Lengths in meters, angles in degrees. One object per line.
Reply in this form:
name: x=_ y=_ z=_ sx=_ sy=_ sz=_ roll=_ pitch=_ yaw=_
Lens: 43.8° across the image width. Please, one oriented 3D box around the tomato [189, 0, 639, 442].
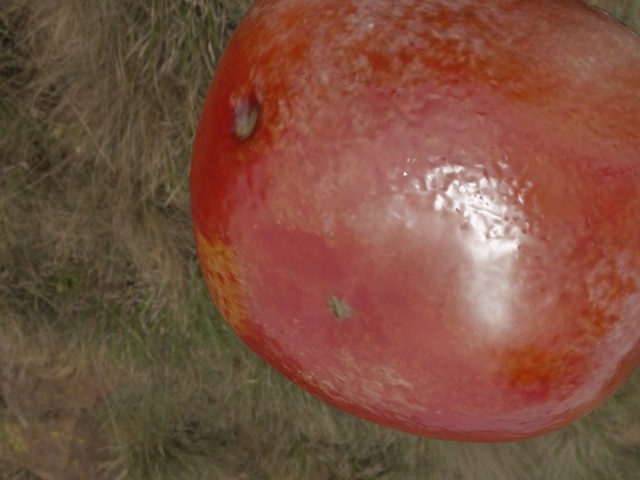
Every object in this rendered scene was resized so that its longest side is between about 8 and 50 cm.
tomato: x=0.044 y=0.001 z=0.470 sx=0.338 sy=0.143 sz=0.338 roll=15 pitch=121 yaw=26
